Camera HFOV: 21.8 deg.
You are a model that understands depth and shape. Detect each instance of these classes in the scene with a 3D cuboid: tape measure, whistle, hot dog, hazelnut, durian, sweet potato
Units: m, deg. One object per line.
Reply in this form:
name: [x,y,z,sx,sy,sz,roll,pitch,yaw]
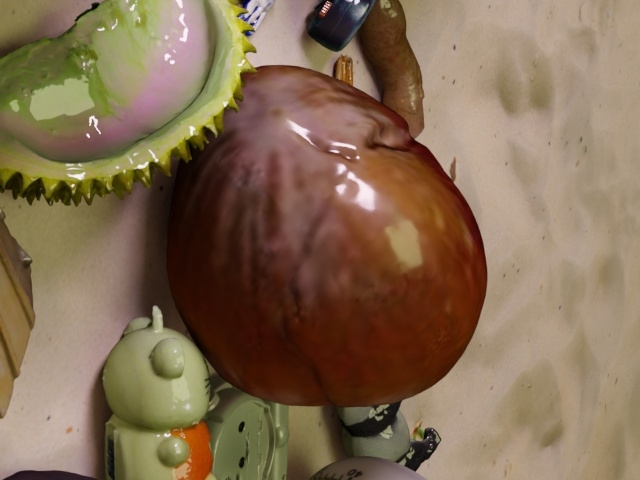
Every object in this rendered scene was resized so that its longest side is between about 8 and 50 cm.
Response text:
tape measure: [-0.015,-0.294,1.857,0.180,0.104,0.107,32,92,-23]
whistle: [-0.159,0.205,1.647,0.106,0.131,0.288,-6,102,-23]
hot dog: [0.026,-0.179,1.970,0.037,0.021,0.083,-26,119,-67]
hazelnut: [0.000,0.000,1.664,0.315,0.372,0.372,-41,136,-16]
durian: [-0.181,-0.140,1.498,0.355,0.157,0.169,-52,122,-41]
sweet potato: [0.079,-0.247,2.005,0.067,0.059,0.281,-65,148,-43]

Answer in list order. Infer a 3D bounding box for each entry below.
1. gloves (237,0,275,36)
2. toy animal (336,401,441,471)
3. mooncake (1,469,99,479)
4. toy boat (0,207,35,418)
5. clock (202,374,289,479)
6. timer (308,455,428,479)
gloves: [-0.072,-0.260,1.776,0.086,0.026,0.064,-55,140,-30]
toy animal: [0.067,0.212,2.079,0.121,0.094,0.225,-49,139,-30]
mooncake: [-0.247,0.353,1.523,0.283,0.141,0.283,-16,109,-56]
toy boat: [-0.340,-0.027,1.274,0.162,0.136,0.445,-55,142,-30]
clock: [-0.106,0.227,1.806,0.191,0.062,0.151,-16,111,-57]
timer: [0.038,0.414,1.921,0.285,0.285,0.285,-23,117,-56]
